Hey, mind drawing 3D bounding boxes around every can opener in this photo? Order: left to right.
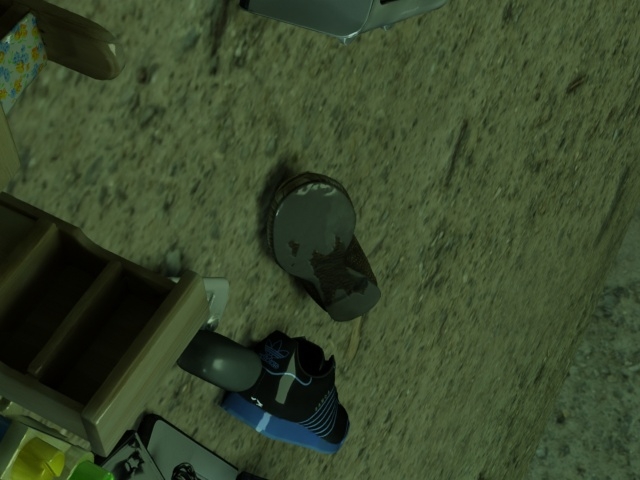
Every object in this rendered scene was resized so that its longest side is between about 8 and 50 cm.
[{"bbox_3d":[-0.123,0.064,1.207,0.280,0.093,0.074,7,107,-65],"label":"can opener"}]

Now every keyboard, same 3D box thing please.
[{"bbox_3d":[-0.129,0.232,1.345,0.108,0.023,0.180,-43,121,-30],"label":"keyboard"}]

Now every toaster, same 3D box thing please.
[{"bbox_3d":[0.036,-0.243,1.223,0.168,0.110,0.185,-29,139,-61],"label":"toaster"}]

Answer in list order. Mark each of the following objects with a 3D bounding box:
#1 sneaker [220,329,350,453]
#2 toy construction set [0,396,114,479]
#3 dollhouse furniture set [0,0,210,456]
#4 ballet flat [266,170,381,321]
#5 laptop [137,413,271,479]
[{"bbox_3d":[-0.013,0.141,1.584,0.090,0.081,0.232,-59,160,1],"label":"sneaker"},{"bbox_3d":[-0.197,0.212,1.111,0.215,0.151,0.327,-59,149,-19],"label":"toy construction set"},{"bbox_3d":[-0.165,-0.018,0.875,0.212,0.161,0.242,-55,158,-28],"label":"dollhouse furniture set"},{"bbox_3d":[0.000,0.000,1.507,0.084,0.058,0.250,-29,151,2],"label":"ballet flat"},{"bbox_3d":[-0.042,0.396,1.467,0.408,0.236,0.382,54,49,-68],"label":"laptop"}]
